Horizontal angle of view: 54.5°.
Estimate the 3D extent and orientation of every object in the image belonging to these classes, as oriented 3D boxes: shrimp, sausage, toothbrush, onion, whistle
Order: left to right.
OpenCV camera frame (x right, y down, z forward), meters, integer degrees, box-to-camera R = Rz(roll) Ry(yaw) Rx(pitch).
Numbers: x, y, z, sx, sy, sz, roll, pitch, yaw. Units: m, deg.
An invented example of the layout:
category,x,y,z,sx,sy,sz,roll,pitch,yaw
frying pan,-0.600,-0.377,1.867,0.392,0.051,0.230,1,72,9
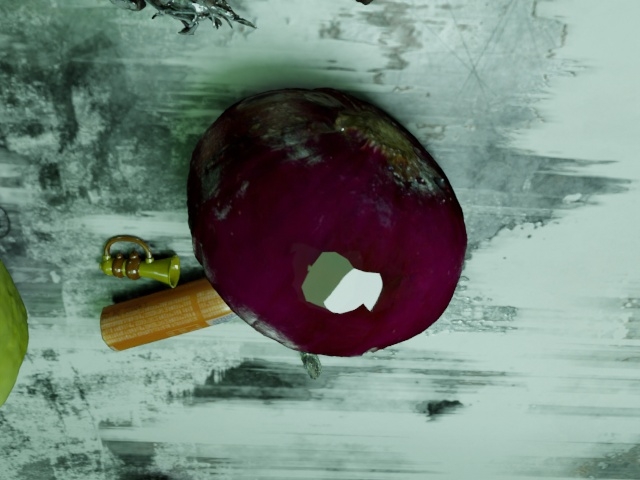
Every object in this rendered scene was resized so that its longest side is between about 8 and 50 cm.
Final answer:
category,x,y,z,sx,sy,sz,roll,pitch,yaw
whistle,-0.251,0.031,0.853,0.109,0.046,0.057,8,139,0
shrimp,-0.145,-0.249,0.649,0.165,0.056,0.065,25,106,-6
sausage,-0.193,0.097,0.882,0.234,0.071,0.071,-16,124,11
toothbrush,-0.062,0.101,0.916,0.026,0.028,0.294,-21,118,12
onion,0.000,0.000,0.710,0.337,0.260,0.282,31,124,-21

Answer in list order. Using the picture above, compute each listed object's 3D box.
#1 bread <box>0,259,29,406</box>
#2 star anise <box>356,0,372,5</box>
category,x,y,z,sx,sy,sz,roll,pitch,yaw
bread,-0.530,0.097,0.715,0.349,0.348,0.307,-13,127,8
star anise,0.055,-0.328,0.571,0.220,0.099,0.214,6,115,-4
